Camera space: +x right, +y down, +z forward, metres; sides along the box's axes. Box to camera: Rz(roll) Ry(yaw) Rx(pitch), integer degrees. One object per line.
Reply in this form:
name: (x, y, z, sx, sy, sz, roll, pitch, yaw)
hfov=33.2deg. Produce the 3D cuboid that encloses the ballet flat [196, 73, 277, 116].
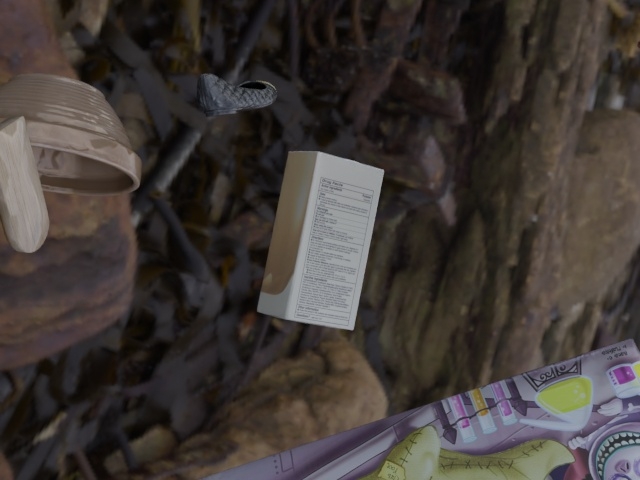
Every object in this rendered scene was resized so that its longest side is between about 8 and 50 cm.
ballet flat: (-0.093, -0.176, 1.256, 0.173, 0.057, 0.049, -33, 117, -69)

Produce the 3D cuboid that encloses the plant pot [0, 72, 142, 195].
plant pot: (-0.335, -0.136, 1.326, 0.237, 0.237, 0.109, 26, 66, -60)

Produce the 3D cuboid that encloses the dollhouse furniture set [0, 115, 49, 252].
dollhouse furniture set: (-0.321, 0.032, 0.697, 0.242, 0.212, 0.161, -56, 143, -57)

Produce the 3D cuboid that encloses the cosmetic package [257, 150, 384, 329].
cosmetic package: (0.000, 0.000, 0.737, 0.060, 0.041, 0.115, 14, 86, -34)

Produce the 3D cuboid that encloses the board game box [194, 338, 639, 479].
board game box: (0.032, 0.194, 0.530, 0.056, 0.347, 0.208, 72, 0, -59)

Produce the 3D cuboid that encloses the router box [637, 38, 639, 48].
router box: (0.388, -0.031, 0.650, 0.335, 0.301, 0.082, 10, 122, -49)
